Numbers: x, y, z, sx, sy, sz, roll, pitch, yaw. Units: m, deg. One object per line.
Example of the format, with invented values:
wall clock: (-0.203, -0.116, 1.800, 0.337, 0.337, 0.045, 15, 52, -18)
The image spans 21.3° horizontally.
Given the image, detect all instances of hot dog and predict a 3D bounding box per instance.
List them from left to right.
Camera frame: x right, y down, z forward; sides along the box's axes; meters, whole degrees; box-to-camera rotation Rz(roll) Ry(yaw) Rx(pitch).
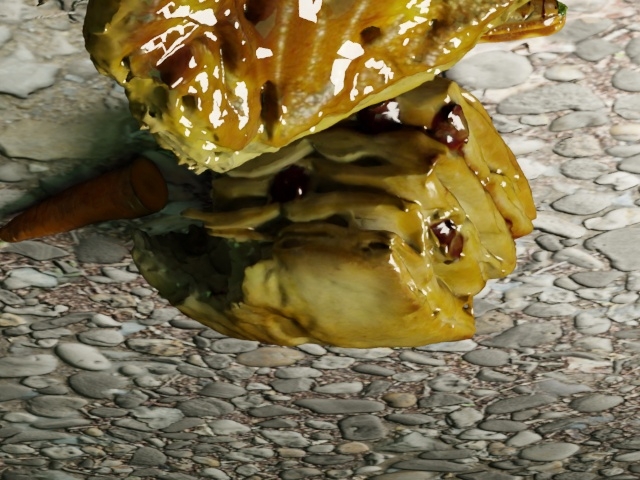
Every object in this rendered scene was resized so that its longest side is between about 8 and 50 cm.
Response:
hot dog: (0.141, -0.180, 1.379, 0.122, 0.037, 0.049, -3, 168, 18)

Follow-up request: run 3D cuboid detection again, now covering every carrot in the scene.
carrot: (-0.244, -0.029, 1.690, 0.224, 0.057, 0.057, -16, 152, 38)

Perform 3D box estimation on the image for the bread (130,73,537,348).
bread: (0.000, 0.000, 1.573, 0.370, 0.191, 0.314, -12, 155, 20)

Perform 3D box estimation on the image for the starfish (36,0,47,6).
starfish: (-0.077, -0.213, 1.281, 0.247, 0.050, 0.138, -25, 151, 22)

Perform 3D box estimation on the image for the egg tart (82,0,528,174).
egg tart: (-0.003, -0.195, 1.119, 0.339, 0.153, 0.351, -28, 156, 13)
